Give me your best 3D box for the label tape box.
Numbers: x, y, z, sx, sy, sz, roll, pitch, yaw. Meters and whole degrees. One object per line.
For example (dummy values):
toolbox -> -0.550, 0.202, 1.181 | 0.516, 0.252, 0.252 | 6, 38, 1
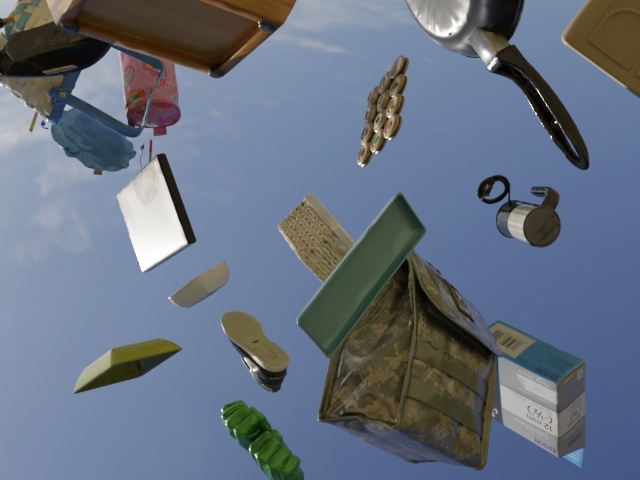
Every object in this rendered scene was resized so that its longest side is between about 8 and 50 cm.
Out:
label tape box -> 0.503, 0.396, 1.786 | 0.115, 0.348, 0.249 | -28, -146, -30

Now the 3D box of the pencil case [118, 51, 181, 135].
pencil case -> -0.377, -0.375, 1.620 | 0.124, 0.124, 0.284 | -7, -114, -13

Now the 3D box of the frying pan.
frying pan -> 0.153, -0.217, 0.755 | 0.053, 0.326, 0.197 | -22, -169, -18

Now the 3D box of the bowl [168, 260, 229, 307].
bowl -> -0.302, 0.119, 1.886 | 0.053, 0.142, 0.142 | 56, -150, 3

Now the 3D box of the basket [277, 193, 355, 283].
basket -> 0.000, 0.000, 1.467 | 0.103, 0.113, 0.167 | -41, -147, 3

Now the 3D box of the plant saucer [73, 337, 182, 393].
plant saucer -> -0.436, 0.273, 1.650 | 0.188, 0.188, 0.045 | -6, -113, -51

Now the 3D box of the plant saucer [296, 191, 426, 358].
plant saucer -> 0.045, 0.036, 0.813 | 0.018, 0.067, 0.192 | 12, -123, 51

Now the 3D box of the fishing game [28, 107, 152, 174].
fishing game -> -0.477, -0.204, 1.549 | 0.264, 0.041, 0.189 | 20, -142, -30

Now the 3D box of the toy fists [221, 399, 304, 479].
toy fists -> -0.145, 0.499, 1.824 | 0.096, 0.142, 0.279 | -42, -131, -12

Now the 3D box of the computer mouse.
computer mouse -> -0.420, -0.283, 1.080 | 0.261, 0.060, 0.184 | -24, -134, -11

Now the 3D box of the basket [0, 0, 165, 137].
basket -> -0.440, -0.329, 1.369 | 0.288, 0.201, 0.255 | 23, -143, -18

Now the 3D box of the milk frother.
milk frother -> 0.405, -0.063, 1.522 | 0.143, 0.129, 0.135 | 11, -174, -12

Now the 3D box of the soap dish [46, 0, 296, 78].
soap dish -> -0.192, -0.324, 0.949 | 0.290, 0.118, 0.229 | 12, 163, -32

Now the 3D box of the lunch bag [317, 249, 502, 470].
lunch bag -> 0.150, 0.165, 1.089 | 0.168, 0.235, 0.287 | -8, -122, 40

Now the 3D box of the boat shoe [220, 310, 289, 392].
boat shoe -> -0.146, 0.227, 1.548 | 0.084, 0.079, 0.233 | -14, -145, -30

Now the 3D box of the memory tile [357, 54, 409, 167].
memory tile -> 0.089, -0.187, 1.062 | 0.012, 0.113, 0.148 | 22, -123, -19

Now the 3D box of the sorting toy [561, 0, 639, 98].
sorting toy -> 0.529, -0.349, 1.058 | 0.229, 0.307, 0.041 | 37, -172, 6

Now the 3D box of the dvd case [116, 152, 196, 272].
dvd case -> -0.334, -0.048, 1.471 | 0.022, 0.181, 0.253 | -18, 176, -36
